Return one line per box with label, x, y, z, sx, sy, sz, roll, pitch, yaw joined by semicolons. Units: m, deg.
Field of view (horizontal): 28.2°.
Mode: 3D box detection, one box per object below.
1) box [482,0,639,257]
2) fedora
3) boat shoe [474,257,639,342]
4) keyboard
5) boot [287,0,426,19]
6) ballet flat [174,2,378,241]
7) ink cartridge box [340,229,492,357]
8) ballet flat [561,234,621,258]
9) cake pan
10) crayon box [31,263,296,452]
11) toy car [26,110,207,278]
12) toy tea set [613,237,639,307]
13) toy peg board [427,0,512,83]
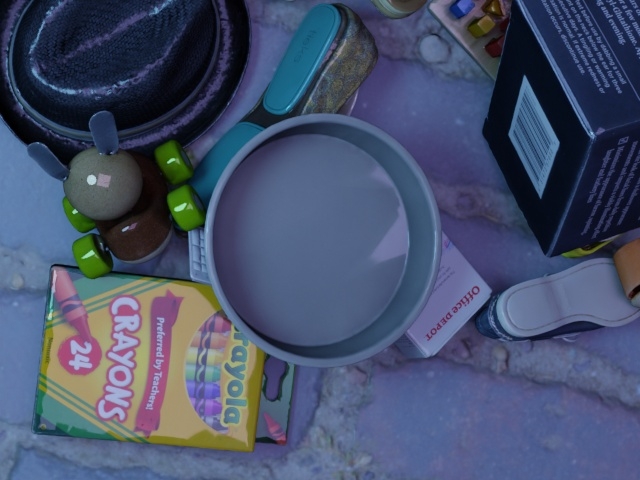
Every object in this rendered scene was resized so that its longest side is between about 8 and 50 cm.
box;0.426;-0.185;1.514;0.396;0.293;0.212;-17;65;-10
fedora;-0.236;-0.237;1.494;0.334;0.152;0.333;0;92;-10
boat shoe;0.313;0.084;1.635;0.255;0.079;0.095;-14;83;-31
keyboard;-0.052;0.044;1.538;0.256;0.014;0.072;18;58;-36
boot;0.013;-0.330;1.490;0.095;0.203;0.262;-23;76;-33
ballet flat;-0.044;-0.126;1.561;0.123;0.123;0.348;34;88;-10
ink cartridge box;0.108;0.044;1.594;0.127;0.072;0.175;-43;99;-19
ballet flat;0.406;-0.047;1.654;0.231;0.077;0.077;-32;98;-8
cake pan;0.000;0.000;1.482;0.293;0.054;0.293;0;90;-21
crayon box;-0.179;0.145;1.553;0.319;0.081;0.202;6;90;-11
toy car;-0.243;-0.073;1.437;0.155;0.149;0.188;-27;140;7
toy tea set;0.518;-0.007;1.548;0.200;0.336;0.124;-2;58;-38
toy peg board;0.253;-0.297;1.618;0.161;0.079;0.160;-45;99;-7
